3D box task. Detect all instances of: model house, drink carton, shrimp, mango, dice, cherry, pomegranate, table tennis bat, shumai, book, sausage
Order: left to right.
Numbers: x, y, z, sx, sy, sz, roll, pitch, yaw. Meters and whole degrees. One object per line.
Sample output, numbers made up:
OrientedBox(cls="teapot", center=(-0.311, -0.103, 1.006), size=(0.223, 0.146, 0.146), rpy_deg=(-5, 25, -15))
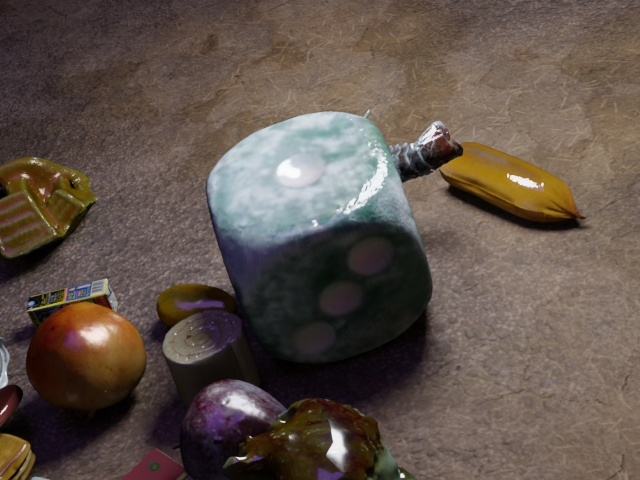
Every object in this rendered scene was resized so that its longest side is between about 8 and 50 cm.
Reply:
OrientedBox(cls="table tennis bat", center=(-0.650, 0.365, 1.877), size=(0.310, 0.038, 0.200), rpy_deg=(-44, 17, -14))
OrientedBox(cls="model house", center=(-0.627, -0.065, 2.354), size=(0.268, 0.173, 0.239), rpy_deg=(-26, 37, -9))
OrientedBox(cls="drink carton", center=(-0.498, 0.133, 2.141), size=(0.166, 0.071, 0.056), rpy_deg=(-12, 34, 4))
OrientedBox(cls="pomegranate", center=(-0.419, 0.211, 1.907), size=(0.209, 0.209, 0.209), rpy_deg=(-10, 38, 8))
OrientedBox(cls="book", center=(-0.235, 0.435, 1.679), size=(0.232, 0.022, 0.162), rpy_deg=(25, 51, 31))
OrientedBox(cls="mango", center=(-0.236, 0.129, 2.051), size=(0.161, 0.076, 0.103), rpy_deg=(0, 35, 15))
OrientedBox(cls="cherry", center=(-0.130, 0.314, 1.699), size=(0.195, 0.195, 0.195), rpy_deg=(-10, 38, 8))
OrientedBox(cls="shumai", center=(-0.001, 0.392, 1.433), size=(0.324, 0.323, 0.397), rpy_deg=(3, 40, 20))
OrientedBox(cls="dice", center=(0.000, 0.000, 1.909), size=(0.328, 0.348, 0.330), rpy_deg=(-19, 43, 2))
OrientedBox(cls="shrimp", center=(0.115, -0.157, 2.148), size=(0.166, 0.221, 0.410), rpy_deg=(-44, 19, -17))
OrientedBox(cls="sausage", center=(0.380, -0.110, 2.110), size=(0.112, 0.112, 0.328), rpy_deg=(-37, 44, -25))

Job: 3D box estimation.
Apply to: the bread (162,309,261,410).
OrientedBox(cls="bread", center=(-0.190, 0.216, 1.871), size=(0.148, 0.141, 0.134), rpy_deg=(-20, 34, -8))

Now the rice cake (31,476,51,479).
OrientedBox(cls="rice cake", center=(-0.433, 0.475, 1.714), size=(0.189, 0.037, 0.198), rpy_deg=(6, 42, 25))

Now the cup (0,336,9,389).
OrientedBox(cls="cup", center=(-0.688, 0.237, 2.010), size=(0.173, 0.167, 0.299), rpy_deg=(-3, 13, 5))

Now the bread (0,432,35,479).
OrientedBox(cls="bread", center=(-0.570, 0.418, 1.803), size=(0.116, 0.077, 0.200), rpy_deg=(6, 44, 28))
